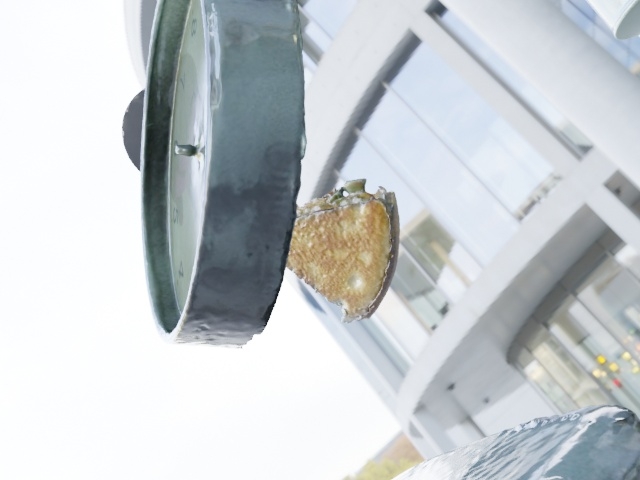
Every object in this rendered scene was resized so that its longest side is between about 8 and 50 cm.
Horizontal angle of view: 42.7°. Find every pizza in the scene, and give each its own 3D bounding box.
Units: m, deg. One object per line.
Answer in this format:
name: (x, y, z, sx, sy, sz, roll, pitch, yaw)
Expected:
pizza: (0.000, 0.000, 0.989, 0.052, 0.195, 0.185, -48, -28, -65)

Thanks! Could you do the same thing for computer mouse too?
computer mouse: (0.095, 0.215, 0.541, 0.188, 0.122, 0.371, -35, -11, -26)

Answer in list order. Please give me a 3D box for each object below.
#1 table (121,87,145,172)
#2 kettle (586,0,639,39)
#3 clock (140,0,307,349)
table: (-0.183, -0.137, 1.043, 0.133, 0.133, 0.043, -45, 5, 14)
kettle: (0.429, -0.470, 1.247, 0.205, 0.318, 0.265, -26, -18, -22)
clock: (-0.079, -0.063, 0.564, 0.055, 0.280, 0.280, 2, -39, -20)
